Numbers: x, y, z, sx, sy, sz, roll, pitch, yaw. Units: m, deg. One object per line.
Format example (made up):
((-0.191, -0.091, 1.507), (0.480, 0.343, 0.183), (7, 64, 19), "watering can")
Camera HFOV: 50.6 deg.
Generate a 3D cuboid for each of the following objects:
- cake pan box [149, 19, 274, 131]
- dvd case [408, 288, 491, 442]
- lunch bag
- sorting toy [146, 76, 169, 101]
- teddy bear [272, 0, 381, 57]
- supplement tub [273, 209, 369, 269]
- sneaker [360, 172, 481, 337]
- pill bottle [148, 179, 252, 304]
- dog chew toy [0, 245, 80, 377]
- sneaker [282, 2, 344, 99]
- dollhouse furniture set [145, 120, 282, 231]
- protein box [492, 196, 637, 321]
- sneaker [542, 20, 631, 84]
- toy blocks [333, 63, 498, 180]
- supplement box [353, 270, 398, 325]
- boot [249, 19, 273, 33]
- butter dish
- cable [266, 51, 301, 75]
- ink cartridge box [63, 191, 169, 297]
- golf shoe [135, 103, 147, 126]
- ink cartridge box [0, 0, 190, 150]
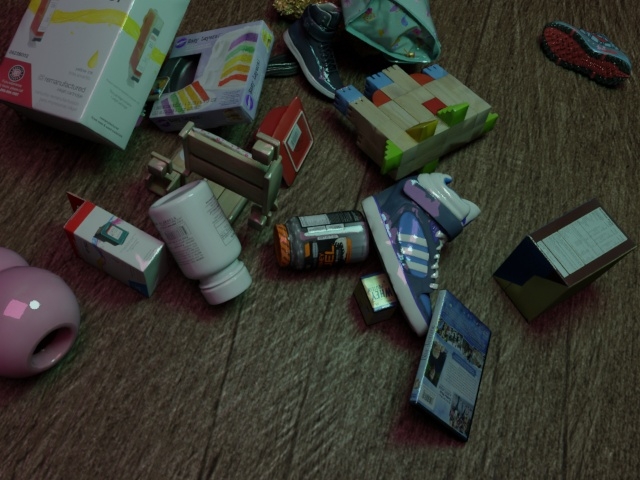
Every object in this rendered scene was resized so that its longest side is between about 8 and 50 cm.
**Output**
((-0.252, -0.376, 1.563), (0.267, 0.070, 0.246), (0, 62, 27), "cake pan box")
((0.266, 0.250, 1.356), (0.180, 0.022, 0.253), (41, 55, -31), "dvd case")
((0.179, -0.566, 1.651), (0.262, 0.160, 0.223), (20, 49, -36), "lunch bag")
((-0.390, -0.353, 1.574), (0.083, 0.012, 0.062), (7, 70, 41), "sorting toy")
((0.047, -0.602, 1.777), (0.338, 0.113, 0.245), (40, 61, 11), "teddy bear")
((0.000, 0.000, 1.449), (0.190, 0.117, 0.117), (-7, 64, -12), "supplement tub")
((0.243, 0.015, 1.419), (0.236, 0.130, 0.323), (-21, 81, 1), "sneaker")
((-0.233, 0.007, 1.352), (0.131, 0.131, 0.229), (-34, 108, -23), "pill bottle")
((-0.609, 0.105, 1.257), (0.332, 0.206, 0.206), (33, 62, 17), "dog chew toy")
((0.019, -0.472, 1.656), (0.226, 0.163, 0.086), (55, 40, 3), "sneaker")
((-0.202, -0.195, 1.384), (0.303, 0.355, 0.174), (27, 61, 6), "dollhouse furniture set")
((0.520, 0.044, 1.460), (0.201, 0.200, 0.136), (-26, 69, -21), "protein box")
((0.732, -0.525, 1.869), (0.262, 0.104, 0.125), (33, 45, 4), "sneaker")
((0.209, -0.311, 1.628), (0.381, 0.191, 0.261), (-28, 60, -26), "toy blocks")
((0.115, 0.122, 1.421), (0.056, 0.083, 0.083), (-15, 66, -16), "supplement box")
((-0.153, -0.525, 1.707), (0.059, 0.084, 0.158), (2, 42, 5), "boot")
((-0.099, -0.233, 1.556), (0.118, 0.160, 0.160), (12, 59, 24), "butter dish")
((-0.173, -0.403, 1.684), (0.139, 0.072, 0.287), (34, 49, 28), "cable")
((-0.427, 0.008, 1.366), (0.231, 0.134, 0.078), (28, 62, 7), "ink cartridge box")
((-0.498, -0.384, 1.592), (0.140, 0.115, 0.306), (-20, 68, 9), "golf shoe")
((-0.492, -0.424, 1.454), (0.279, 0.160, 0.384), (18, 83, 24), "ink cartridge box")
